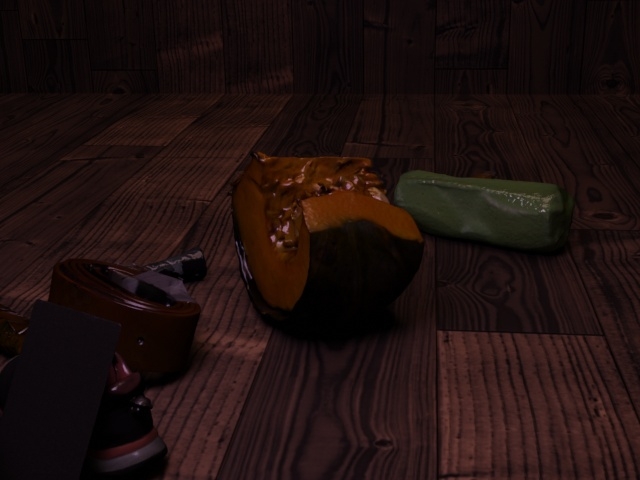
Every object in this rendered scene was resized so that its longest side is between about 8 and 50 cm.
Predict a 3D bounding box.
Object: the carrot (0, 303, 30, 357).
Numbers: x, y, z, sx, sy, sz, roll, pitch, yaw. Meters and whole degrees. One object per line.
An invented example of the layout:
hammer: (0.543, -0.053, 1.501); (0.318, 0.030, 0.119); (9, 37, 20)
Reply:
carrot: (-0.457, 0.137, 1.315); (0.228, 0.069, 0.069); (16, 26, 38)

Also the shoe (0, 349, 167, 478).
shoe: (-0.302, 0.179, 1.072); (0.291, 0.137, 0.114); (14, 24, 38)

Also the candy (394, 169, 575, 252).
candy: (0.315, -0.065, 1.719); (0.343, 0.132, 0.142); (11, 39, 31)

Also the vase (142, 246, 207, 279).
vase: (-0.280, 0.056, 1.526); (0.167, 0.059, 0.059); (-14, 23, -32)

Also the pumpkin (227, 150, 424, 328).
pumpkin: (0.000, 0.000, 1.387); (0.225, 0.256, 0.303); (-5, 43, -22)

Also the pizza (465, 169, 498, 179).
pizza: (0.339, -0.107, 1.948); (0.185, 0.052, 0.195); (4, 24, 36)

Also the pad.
pad: (-0.301, 0.181, 0.998); (0.142, 0.212, 0.003); (12, -7, 31)

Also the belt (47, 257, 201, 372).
belt: (-0.284, 0.102, 1.286); (0.184, 0.105, 0.261); (5, 11, -43)
